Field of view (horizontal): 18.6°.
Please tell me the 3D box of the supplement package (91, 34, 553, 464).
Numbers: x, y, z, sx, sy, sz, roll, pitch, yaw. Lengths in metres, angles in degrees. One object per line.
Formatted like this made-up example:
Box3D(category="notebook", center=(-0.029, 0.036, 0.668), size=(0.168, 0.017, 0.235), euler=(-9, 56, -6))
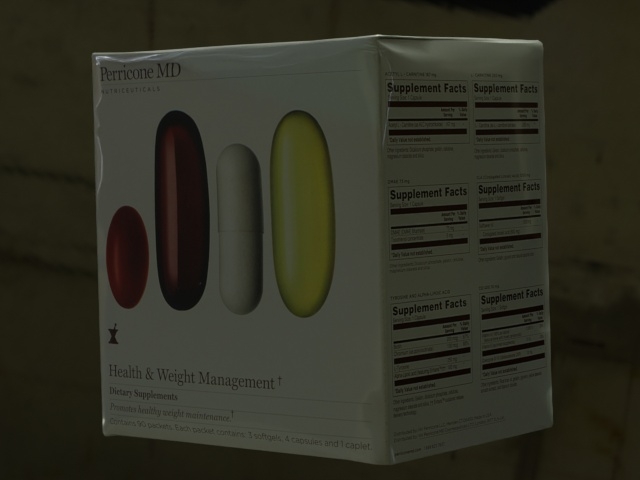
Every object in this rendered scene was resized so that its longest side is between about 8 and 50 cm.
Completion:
Box3D(category="supplement package", center=(0.000, 0.000, 1.016), size=(0.194, 0.149, 0.203), euler=(0, -87, 39))
